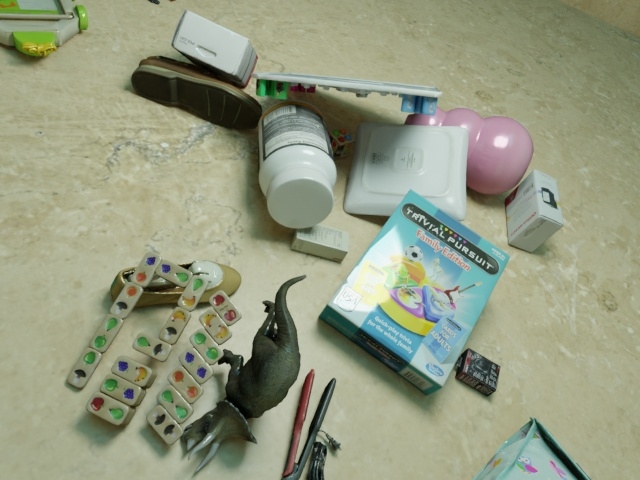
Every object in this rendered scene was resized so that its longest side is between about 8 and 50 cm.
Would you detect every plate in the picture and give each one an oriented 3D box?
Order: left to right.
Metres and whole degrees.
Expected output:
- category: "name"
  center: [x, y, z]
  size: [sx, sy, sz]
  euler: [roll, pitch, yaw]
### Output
- category: "plate"
  center: [0.206, -0.179, 1.237]
  size: [0.278, 0.045, 0.277]
  euler: [5, 61, 11]

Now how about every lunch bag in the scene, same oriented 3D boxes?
- category: "lunch bag"
  center: [0.374, 0.431, 0.848]
  size: [0.262, 0.160, 0.223]
  euler: [-17, 58, -47]

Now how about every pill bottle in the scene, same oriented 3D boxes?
- category: "pill bottle"
  center: [-0.052, -0.166, 1.115]
  size: [0.162, 0.162, 0.278]
  euler: [9, 43, -17]

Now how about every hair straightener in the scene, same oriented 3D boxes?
- category: "hair straightener"
  center: [-0.004, 0.323, 0.836]
  size: [0.089, 0.047, 0.230]
  euler: [21, 48, -7]

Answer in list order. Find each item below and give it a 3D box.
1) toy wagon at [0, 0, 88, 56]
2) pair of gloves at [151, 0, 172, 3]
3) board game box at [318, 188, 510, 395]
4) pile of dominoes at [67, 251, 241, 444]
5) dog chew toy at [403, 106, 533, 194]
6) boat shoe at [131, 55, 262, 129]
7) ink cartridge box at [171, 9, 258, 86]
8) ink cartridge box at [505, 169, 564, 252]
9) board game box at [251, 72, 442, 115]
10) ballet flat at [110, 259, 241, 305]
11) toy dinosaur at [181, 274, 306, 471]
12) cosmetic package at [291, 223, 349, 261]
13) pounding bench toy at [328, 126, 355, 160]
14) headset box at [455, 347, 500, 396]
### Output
- category: "toy wagon"
  center: [-0.686, -0.523, 1.207]
  size: [0.267, 0.068, 0.344]
  euler: [-13, 61, -32]
- category: "pair of gloves"
  center: [-0.462, -0.698, 1.487]
  size: [0.074, 0.010, 0.083]
  euler: [41, 49, 11]
- category: "board game box"
  center: [0.195, 0.090, 1.048]
  size: [0.254, 0.079, 0.336]
  euler: [35, 60, 5]
- category: "pile of dominoes"
  center: [-0.249, 0.156, 0.799]
  size: [0.196, 0.040, 0.251]
  euler: [24, 70, 6]
- category: "dog chew toy"
  center: [0.378, -0.254, 1.384]
  size: [0.332, 0.206, 0.206]
  euler: [23, 47, 4]
- category: "boat shoe"
  center: [-0.275, -0.360, 1.228]
  size: [0.308, 0.110, 0.104]
  euler: [20, 49, -8]
- category: "ink cartridge box"
  center: [-0.245, -0.451, 1.253]
  size: [0.159, 0.092, 0.218]
  euler: [24, 10, -5]
- category: "ink cartridge box"
  center: [0.547, -0.074, 1.353]
  size: [0.073, 0.127, 0.175]
  euler: [22, 48, -9]
- category: "board game box"
  center: [0.078, -0.352, 1.234]
  size: [0.391, 0.050, 0.390]
  euler: [8, 19, 8]
- category: "ballet flat"
  center: [-0.242, 0.070, 0.918]
  size: [0.233, 0.073, 0.080]
  euler: [-8, 56, -29]
- category: "toy dinosaur"
  center: [-0.082, 0.197, 0.802]
  size: [0.121, 0.313, 0.160]
  euler: [32, 16, -33]
- category: "cosmetic package"
  center: [0.000, 0.000, 1.105]
  size: [0.115, 0.041, 0.060]
  euler: [17, 47, -11]
- category: "pounding bench toy"
  center: [0.036, -0.254, 1.312]
  size: [0.052, 0.065, 0.083]
  euler: [-22, 64, -35]
- category: "headset box"
  center: [0.309, 0.259, 1.040]
  size: [0.083, 0.032, 0.062]
  euler: [29, 47, 1]
